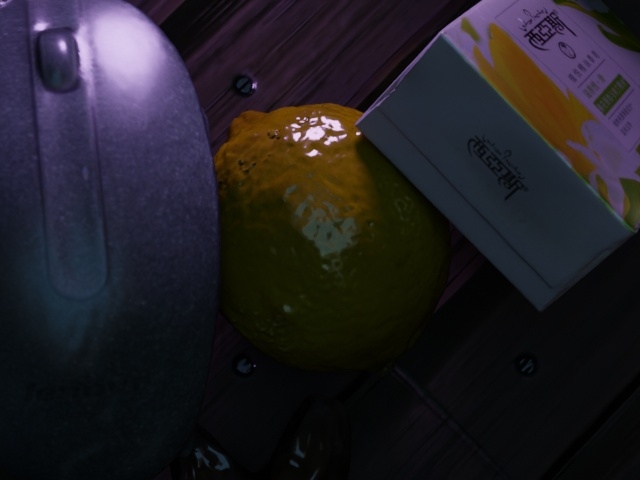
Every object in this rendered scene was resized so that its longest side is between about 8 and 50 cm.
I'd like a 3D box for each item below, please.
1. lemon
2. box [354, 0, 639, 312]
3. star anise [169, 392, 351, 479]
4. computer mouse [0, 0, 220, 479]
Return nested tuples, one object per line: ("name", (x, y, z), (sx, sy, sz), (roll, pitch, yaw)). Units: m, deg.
("lemon", (0.000, 0.000, 1.041), (0.192, 0.192, 0.231), (-29, 88, -9))
("box", (0.171, -0.092, 1.044), (0.194, 0.111, 0.260), (45, 38, 1))
("star anise", (-0.035, 0.271, 1.042), (0.315, 0.108, 0.315), (0, 75, 0))
("computer mouse", (-0.168, -0.009, 0.947), (0.203, 0.114, 0.374), (-8, 82, -9))
